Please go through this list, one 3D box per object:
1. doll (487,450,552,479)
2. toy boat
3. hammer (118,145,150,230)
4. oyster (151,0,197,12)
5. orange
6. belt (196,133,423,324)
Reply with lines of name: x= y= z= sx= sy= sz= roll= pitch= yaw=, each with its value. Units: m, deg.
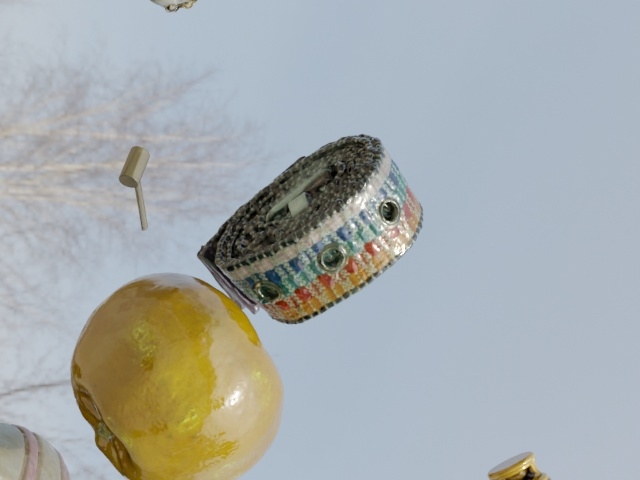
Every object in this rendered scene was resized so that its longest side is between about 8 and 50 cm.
doll: x=0.200 y=0.250 z=0.902 sx=0.127 sy=0.073 sz=0.084 roll=63 pitch=-32 yaw=7
toy boat: x=-0.378 y=0.366 z=1.393 sx=0.276 sy=0.111 sz=0.293 roll=-80 pitch=159 yaw=-80
hammer: x=-0.173 y=-0.042 z=0.980 sx=0.110 sy=0.019 sz=0.035 roll=98 pitch=6 yaw=-57
oyster: x=-0.213 y=-0.381 z=1.453 sx=0.165 sy=0.108 sz=0.053 roll=102 pitch=-31 yaw=-44
orange: x=-0.178 y=0.177 z=1.268 sx=0.279 sy=0.235 sz=0.279 roll=46 pitch=-19 yaw=21
belt: x=0.000 y=0.000 z=1.425 sx=0.295 sy=0.160 sz=0.207 roll=-40 pitch=-151 yaw=-5
